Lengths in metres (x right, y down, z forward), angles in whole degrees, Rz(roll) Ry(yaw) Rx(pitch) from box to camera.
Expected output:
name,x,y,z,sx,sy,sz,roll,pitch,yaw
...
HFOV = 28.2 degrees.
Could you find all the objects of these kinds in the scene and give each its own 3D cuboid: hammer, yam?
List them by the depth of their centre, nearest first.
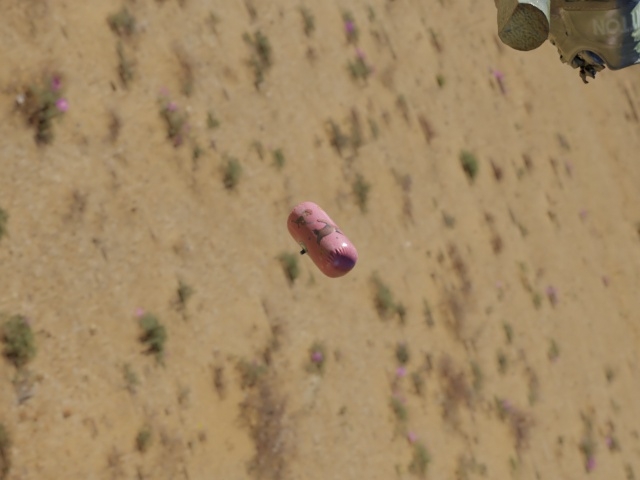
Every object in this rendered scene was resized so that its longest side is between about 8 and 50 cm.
name,x,y,z,sx,sy,sz,roll,pitch,yaw
hammer,0.000,0.000,1.169,0.083,0.043,0.043,49,5,37
yam,0.254,-0.300,1.595,0.068,0.068,0.169,60,25,-25

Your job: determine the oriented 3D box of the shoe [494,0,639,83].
name,x,y,z,sx,sy,sz,roll,pitch,yaw
shoe,0.348,-0.295,1.801,0.293,0.109,0.149,15,-60,64
